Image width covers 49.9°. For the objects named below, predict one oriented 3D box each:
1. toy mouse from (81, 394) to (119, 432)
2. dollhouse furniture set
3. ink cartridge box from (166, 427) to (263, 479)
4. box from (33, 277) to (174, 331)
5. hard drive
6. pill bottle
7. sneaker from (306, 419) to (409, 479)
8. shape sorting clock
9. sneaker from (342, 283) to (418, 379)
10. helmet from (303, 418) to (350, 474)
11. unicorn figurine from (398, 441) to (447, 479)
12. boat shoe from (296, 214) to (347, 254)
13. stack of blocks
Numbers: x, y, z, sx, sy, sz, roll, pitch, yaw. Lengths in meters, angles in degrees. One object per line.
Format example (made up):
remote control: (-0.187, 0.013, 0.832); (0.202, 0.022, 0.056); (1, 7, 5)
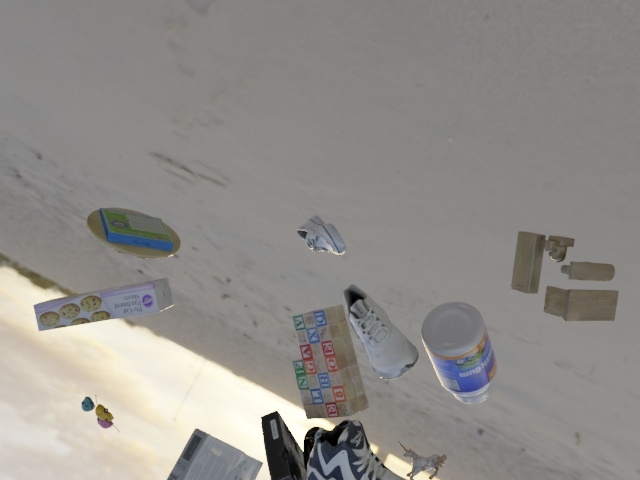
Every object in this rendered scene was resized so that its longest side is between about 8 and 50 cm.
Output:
toy mouse: (-0.643, 0.497, 1.974); (0.143, 0.031, 0.161); (-1, 128, 44)
dollhouse furniture set: (0.463, 0.065, 1.301); (0.123, 0.144, 0.151); (3, -174, -26)
ink cartridge box: (-0.258, 0.569, 1.624); (0.066, 0.189, 0.232); (16, 159, 36)
box: (-0.477, 0.141, 1.502); (0.323, 0.067, 0.063); (-10, -175, 20)
hard drive: (-0.067, 0.668, 1.920); (0.237, 0.064, 0.339); (-110, -4, -55)
pill bottle: (0.351, 0.287, 1.694); (0.152, 0.152, 0.272); (23, 152, 41)
sneaker: (0.085, 0.425, 1.328); (0.234, 0.153, 0.094); (12, -157, 27)
shape sorting clock: (-0.408, -0.016, 1.510); (0.206, 0.040, 0.206); (20, -162, -7)
sneaker: (0.120, 0.208, 1.580); (0.129, 0.111, 0.297); (52, 178, -32)
helmet: (0.043, 0.585, 1.914); (0.161, 0.170, 0.169); (4, 180, -16)
unicorn figurine: (0.268, 0.596, 1.836); (0.161, 0.060, 0.111); (-8, -163, 31)
boat shoe: (0.000, 0.000, 1.739); (0.083, 0.075, 0.226); (62, 171, -18)
stack of blocks: (0.012, 0.344, 1.944); (0.171, 0.297, 0.087); (-17, 176, 41)
